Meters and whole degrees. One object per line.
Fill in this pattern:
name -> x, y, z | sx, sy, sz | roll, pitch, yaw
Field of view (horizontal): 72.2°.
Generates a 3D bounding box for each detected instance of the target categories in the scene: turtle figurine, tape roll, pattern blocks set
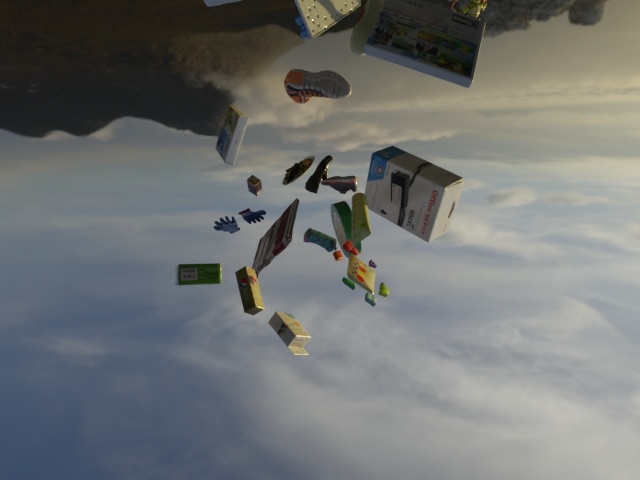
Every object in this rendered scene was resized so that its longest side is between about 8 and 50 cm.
turtle figurine -> 0.588, -0.881, 1.726 | 0.270, 0.217, 0.087 | -34, -110, -26
tape roll -> 0.142, -0.063, 2.485 | 0.077, 0.321, 0.321 | -17, -163, -7
pattern blocks set -> 0.166, 0.136, 1.812 | 0.285, 0.026, 0.325 | 41, -156, 0

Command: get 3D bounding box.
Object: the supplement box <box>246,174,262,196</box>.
supplement box -> -0.303, -0.252, 2.023 | 0.055, 0.083, 0.043 | 34, -118, 18

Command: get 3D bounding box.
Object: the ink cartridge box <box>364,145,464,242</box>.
ink cartridge box -> 0.406, -0.215, 1.987 | 0.166, 0.285, 0.395 | -26, -133, -39

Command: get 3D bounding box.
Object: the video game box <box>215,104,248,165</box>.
video game box -> -0.371, -0.440, 1.823 | 0.048, 0.205, 0.187 | 9, -156, -33

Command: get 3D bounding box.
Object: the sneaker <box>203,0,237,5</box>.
sneaker -> -0.344, -1.017, 1.689 | 0.366, 0.150, 0.135 | 1, -126, 29

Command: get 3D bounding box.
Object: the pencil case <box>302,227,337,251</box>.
pencil case -> 0.000, 0.000, 1.932 | 0.152, 0.070, 0.064 | 24, 179, -25

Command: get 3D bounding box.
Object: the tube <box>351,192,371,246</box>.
tube -> 0.146, -0.082, 1.611 | 0.062, 0.070, 0.240 | 2, -135, 1

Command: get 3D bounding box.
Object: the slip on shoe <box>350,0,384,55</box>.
slip on shoe -> 0.206, -0.950, 1.971 | 0.123, 0.331, 0.101 | 24, 157, -17

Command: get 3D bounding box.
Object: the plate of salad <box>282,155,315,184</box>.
plate of salad -> -0.110, -0.336, 2.064 | 0.200, 0.048, 0.199 | -34, -153, 19

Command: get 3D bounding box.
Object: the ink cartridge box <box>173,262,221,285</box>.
ink cartridge box -> -0.586, 0.162, 2.063 | 0.189, 0.096, 0.255 | 0, 175, -24

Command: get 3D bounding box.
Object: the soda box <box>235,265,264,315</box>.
soda box -> -0.274, 0.194, 1.698 | 0.058, 0.181, 0.061 | -31, 147, 17

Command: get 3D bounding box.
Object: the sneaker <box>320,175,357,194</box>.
sneaker -> 0.064, -0.191, 1.552 | 0.158, 0.064, 0.061 | 7, -152, 44

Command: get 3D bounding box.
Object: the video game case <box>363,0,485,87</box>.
video game case -> 0.325, -0.621, 1.339 | 0.329, 0.036, 0.299 | 20, -119, 2

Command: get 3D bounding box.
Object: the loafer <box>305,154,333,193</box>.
loafer -> 0.006, -0.322, 2.153 | 0.078, 0.223, 0.076 | 30, 159, 5

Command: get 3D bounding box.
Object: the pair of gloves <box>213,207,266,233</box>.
pair of gloves -> -0.309, -0.079, 1.702 | 0.198, 0.023, 0.159 | -24, 164, 7

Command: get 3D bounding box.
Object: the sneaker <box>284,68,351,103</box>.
sneaker -> -0.018, -0.737, 2.135 | 0.322, 0.124, 0.180 | 10, 172, -9

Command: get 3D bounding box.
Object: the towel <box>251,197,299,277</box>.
towel -> -0.191, -0.004, 1.844 | 0.037, 0.329, 0.237 | 28, -136, -20

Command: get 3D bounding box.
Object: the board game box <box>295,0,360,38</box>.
board game box -> -0.031, -0.921, 1.459 | 0.050, 0.389, 0.390 | -3, -143, 39

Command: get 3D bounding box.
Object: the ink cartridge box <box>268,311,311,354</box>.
ink cartridge box -> -0.111, 0.363, 1.719 | 0.181, 0.061, 0.104 | 43, -167, 35
